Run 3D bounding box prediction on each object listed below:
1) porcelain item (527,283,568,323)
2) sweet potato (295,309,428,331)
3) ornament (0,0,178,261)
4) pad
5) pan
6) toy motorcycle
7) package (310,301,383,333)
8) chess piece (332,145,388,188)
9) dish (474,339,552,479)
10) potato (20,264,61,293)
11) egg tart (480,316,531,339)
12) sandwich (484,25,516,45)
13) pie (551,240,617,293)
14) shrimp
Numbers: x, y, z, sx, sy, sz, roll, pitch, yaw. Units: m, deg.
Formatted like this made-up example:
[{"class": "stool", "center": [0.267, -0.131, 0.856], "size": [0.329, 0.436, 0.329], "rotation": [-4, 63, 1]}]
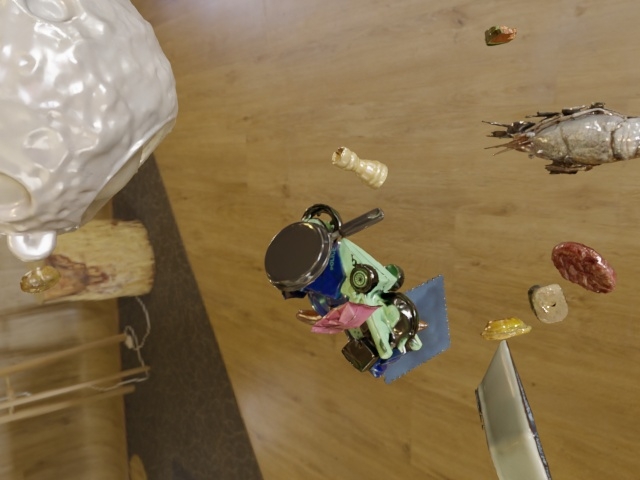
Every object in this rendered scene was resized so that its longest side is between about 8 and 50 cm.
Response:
[{"class": "porcelain item", "center": [0.506, 0.140, 1.242], "size": [0.069, 0.216, 0.081], "rotation": [-18, 84, 11]}, {"class": "sweet potato", "center": [0.083, 0.154, 1.092], "size": [0.265, 0.057, 0.057], "rotation": [7, 106, 4]}, {"class": "ornament", "center": [-0.353, -0.175, 0.652], "size": [0.337, 0.337, 0.336], "rotation": [11, 104, 49]}, {"class": "pad", "center": [0.277, 0.261, 1.604], "size": [0.012, 0.269, 0.269], "rotation": [24, 129, 55]}, {"class": "pan", "center": [0.000, 0.000, 0.935], "size": [0.235, 0.028, 0.136], "rotation": [-28, 49, 13]}, {"class": "toy motorcycle", "center": [0.039, 0.093, 0.989], "size": [0.331, 0.125, 0.196], "rotation": [51, 119, 27]}, {"class": "package", "center": [0.033, 0.097, 0.689], "size": [0.083, 0.059, 0.029], "rotation": [-40, 54, 34]}, {"class": "chess piece", "center": [0.087, -0.169, 1.245], "size": [0.066, 0.122, 0.066], "rotation": [-46, 31, 39]}, {"class": "dish", "center": [0.306, 0.303, 0.877], "size": [0.080, 0.243, 0.181], "rotation": [-19, 109, 17]}, {"class": "potato", "center": [-0.589, 0.083, 1.145], "size": [0.051, 0.083, 0.040], "rotation": [54, 132, 5]}, {"class": "egg tart", "center": [0.468, 0.221, 1.391], "size": [0.129, 0.129, 0.049], "rotation": [-18, 80, 50]}, {"class": "sandwich", "center": [0.420, -0.482, 1.278], "size": [0.067, 0.135, 0.029], "rotation": [-12, 95, 30]}, {"class": "pie", "center": [0.590, 0.061, 1.222], "size": [0.154, 0.036, 0.154], "rotation": [42, 164, 14]}, {"class": "shrimp", "center": [0.482, -0.205, 1.069], "size": [0.343, 0.145, 0.116], "rotation": [10, 132, 41]}]
